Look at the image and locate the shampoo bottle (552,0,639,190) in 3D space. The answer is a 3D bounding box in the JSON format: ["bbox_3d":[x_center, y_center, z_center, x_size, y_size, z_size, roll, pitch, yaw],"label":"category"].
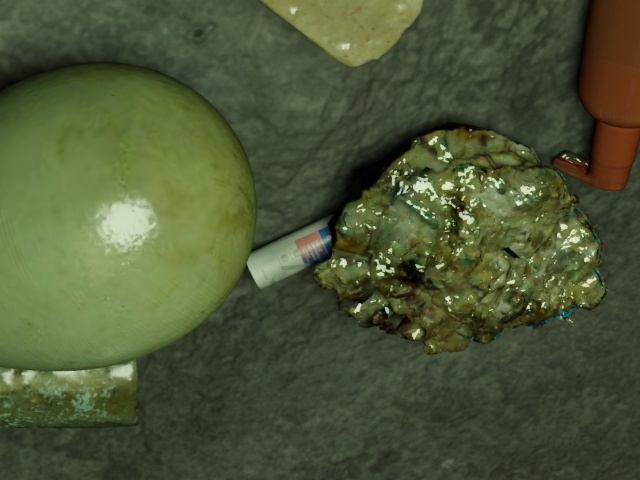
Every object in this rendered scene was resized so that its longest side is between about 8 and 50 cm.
[{"bbox_3d":[0.249,-0.151,0.980,0.085,0.085,0.244,-1,124,-11],"label":"shampoo bottle"}]

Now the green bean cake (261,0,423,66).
[{"bbox_3d":[-0.016,-0.211,0.866,0.179,0.109,0.085,34,110,-29],"label":"green bean cake"}]

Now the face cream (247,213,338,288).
[{"bbox_3d":[0.000,0.000,1.050,0.130,0.034,0.034,-25,124,3],"label":"face cream"}]

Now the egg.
[{"bbox_3d":[-0.190,-0.011,0.896,0.295,0.218,0.218,-16,125,13],"label":"egg"}]

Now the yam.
[{"bbox_3d":[-0.251,0.105,1.021,0.194,0.107,0.107,0,122,-12],"label":"yam"}]

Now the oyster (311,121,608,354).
[{"bbox_3d":[0.130,0.010,1.041,0.259,0.092,0.198,18,110,-32],"label":"oyster"}]
